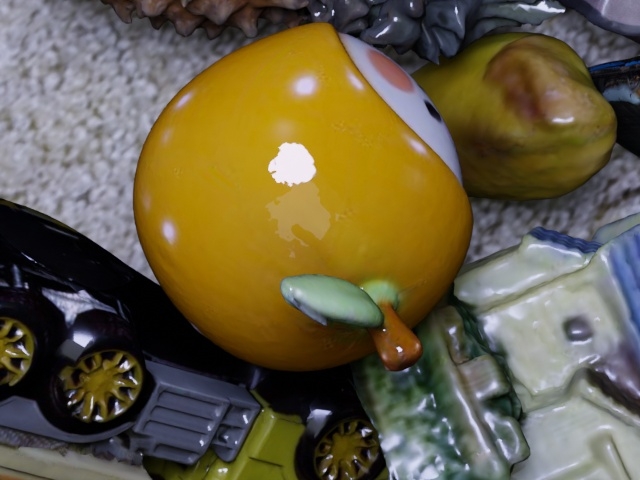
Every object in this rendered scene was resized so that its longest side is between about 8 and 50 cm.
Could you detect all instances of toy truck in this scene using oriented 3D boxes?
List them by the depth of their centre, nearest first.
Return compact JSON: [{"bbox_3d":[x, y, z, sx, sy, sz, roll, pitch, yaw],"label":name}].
[{"bbox_3d":[-0.154,0.129,1.167,0.405,0.180,0.254,19,105,-36],"label":"toy truck"}]

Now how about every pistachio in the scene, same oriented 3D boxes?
[{"bbox_3d":[0.128,-0.079,1.218,0.189,0.100,0.110,-7,136,44],"label":"pistachio"}]

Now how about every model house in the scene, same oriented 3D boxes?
[{"bbox_3d":[0.198,0.125,1.184,0.266,0.261,0.321,-23,92,11],"label":"model house"}]

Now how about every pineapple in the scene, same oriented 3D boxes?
[{"bbox_3d":[-0.020,-0.211,1.142,0.357,0.223,0.223,23,105,-18],"label":"pineapple"}]

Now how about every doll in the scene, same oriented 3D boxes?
[{"bbox_3d":[0.000,0.000,1.054,0.213,0.236,0.213,-14,137,-14],"label":"doll"}]

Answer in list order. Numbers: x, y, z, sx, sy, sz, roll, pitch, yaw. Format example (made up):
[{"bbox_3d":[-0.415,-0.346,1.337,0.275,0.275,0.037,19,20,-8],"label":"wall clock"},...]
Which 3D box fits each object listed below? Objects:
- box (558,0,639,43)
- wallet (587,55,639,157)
[{"bbox_3d":[0.285,-0.223,1.153,0.153,0.188,0.252,29,100,-9],"label":"box"},{"bbox_3d":[0.318,-0.022,1.219,0.317,0.169,0.044,33,89,-10],"label":"wallet"}]
